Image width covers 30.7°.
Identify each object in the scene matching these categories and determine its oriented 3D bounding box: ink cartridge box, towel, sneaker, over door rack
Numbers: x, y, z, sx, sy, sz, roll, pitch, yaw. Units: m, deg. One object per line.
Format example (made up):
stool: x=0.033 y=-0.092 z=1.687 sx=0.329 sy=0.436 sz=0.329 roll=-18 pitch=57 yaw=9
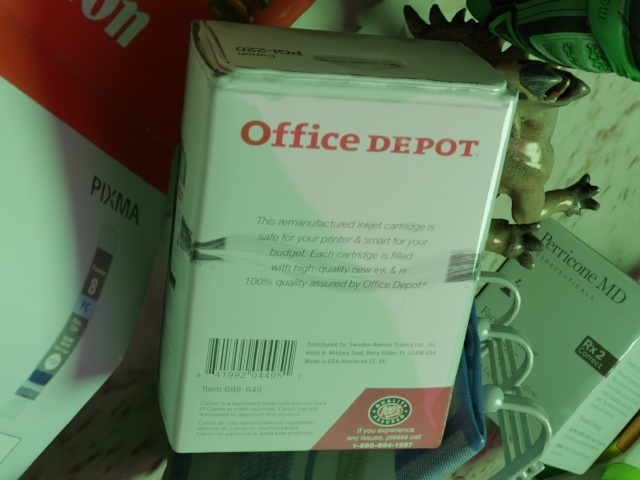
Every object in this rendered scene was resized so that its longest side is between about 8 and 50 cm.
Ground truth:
ink cartridge box: x=0.000 y=0.000 z=0.631 sx=0.159 sy=0.092 sz=0.217 roll=2 pitch=117 yaw=-15
ink cartridge box: x=-0.163 y=-0.038 z=0.555 sx=0.385 sy=0.091 sz=0.308 roll=-47 pitch=149 yaw=2
towel: x=-0.013 y=0.141 z=0.787 sx=0.285 sy=0.209 sz=0.034 roll=-35 pitch=109 yaw=20
sneaker: x=0.198 y=-0.168 z=0.685 sx=0.343 sy=0.146 sz=0.134 roll=-22 pitch=129 yaw=-58
over door rack: x=0.036 y=0.179 z=0.888 sx=0.324 sy=0.108 sz=0.239 roll=-53 pitch=-172 yaw=19

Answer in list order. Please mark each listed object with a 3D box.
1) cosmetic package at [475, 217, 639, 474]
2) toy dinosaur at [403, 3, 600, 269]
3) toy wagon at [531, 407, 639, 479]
cosmetic package: x=0.237 y=0.104 z=1.130 sx=0.183 sy=0.151 sz=0.151 roll=-52 pitch=148 yaw=6
toy dinosaur: x=0.081 y=-0.058 z=0.801 sx=0.200 sy=0.127 sz=0.295 roll=2 pitch=146 yaw=-38
toy wagon: x=0.348 y=0.160 z=1.236 sx=0.267 sy=0.068 sz=0.344 roll=-58 pitch=-171 yaw=-32
